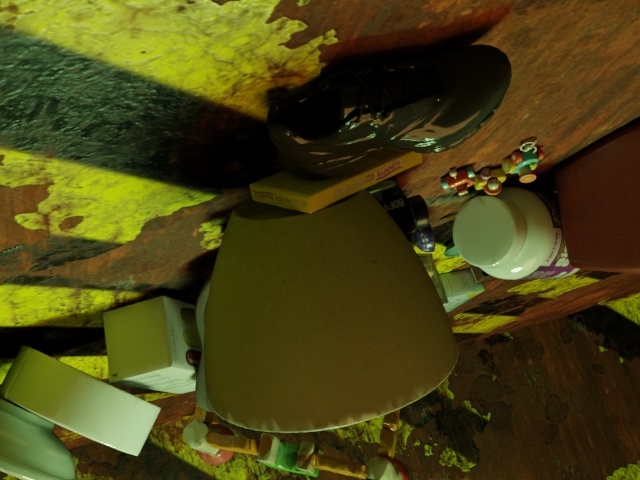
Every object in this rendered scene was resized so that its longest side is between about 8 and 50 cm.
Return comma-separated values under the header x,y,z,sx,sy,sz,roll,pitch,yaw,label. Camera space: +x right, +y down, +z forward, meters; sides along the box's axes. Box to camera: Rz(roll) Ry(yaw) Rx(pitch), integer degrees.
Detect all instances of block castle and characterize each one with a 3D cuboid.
x,y,z,sx,sy,sz,roll,pitch,yaw,label
-0.027,0.338,1.986,0.453,0.303,0.213,8,162,14,block castle

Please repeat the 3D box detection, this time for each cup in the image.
x,y,z,sx,sy,sz,roll,pitch,yaw,label
-0.007,0.059,1.230,0.331,0.236,0.331,-10,-163,3,cup

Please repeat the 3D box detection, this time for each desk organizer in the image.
x,y,z,sx,sy,sz,roll,pitch,yaw,label
0.436,0.066,2.370,0.130,0.047,0.050,-12,162,-19,desk organizer

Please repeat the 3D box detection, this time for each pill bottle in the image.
x,y,z,sx,sy,sz,roll,pitch,yaw,label
0.372,-0.012,1.778,0.169,0.169,0.302,-28,162,35,pill bottle

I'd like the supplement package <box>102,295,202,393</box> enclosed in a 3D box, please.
x,y,z,sx,sy,sz,roll,pitch,yaw,label
-0.278,0.200,1.812,0.134,0.139,0.244,-16,162,19,supplement package

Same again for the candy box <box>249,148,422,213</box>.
x,y,z,sx,sy,sz,roll,pitch,yaw,label
0.023,-0.084,1.206,0.206,0.027,0.105,-26,-155,-39,candy box

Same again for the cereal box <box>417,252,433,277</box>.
x,y,z,sx,sy,sz,roll,pitch,yaw,label
0.085,0.069,1.874,0.240,0.047,0.173,1,162,-6,cereal box

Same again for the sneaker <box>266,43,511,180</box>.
x,y,z,sx,sy,sz,roll,pitch,yaw,label
0.073,-0.150,1.080,0.286,0.109,0.130,-21,161,9,sneaker

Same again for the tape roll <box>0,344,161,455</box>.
x,y,z,sx,sy,sz,roll,pitch,yaw,label
-0.443,0.294,1.787,0.286,0.100,0.286,24,168,5,tape roll

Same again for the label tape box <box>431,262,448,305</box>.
x,y,z,sx,sy,sz,roll,pitch,yaw,label
0.073,0.160,2.170,0.348,0.115,0.249,-10,163,-32,label tape box

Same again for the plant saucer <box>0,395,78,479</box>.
x,y,z,sx,sy,sz,roll,pitch,yaw,label
-0.602,0.328,1.768,0.401,0.100,0.400,26,167,6,plant saucer

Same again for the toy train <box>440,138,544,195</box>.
x,y,z,sx,sy,sz,roll,pitch,yaw,label
0.287,-0.106,1.581,0.166,0.046,0.125,-23,165,20,toy train

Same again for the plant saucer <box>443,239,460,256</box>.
x,y,z,sx,sy,sz,roll,pitch,yaw,label
0.315,0.004,2.057,0.119,0.021,0.119,-16,166,-4,plant saucer

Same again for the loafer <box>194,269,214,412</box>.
x,y,z,sx,sy,sz,roll,pitch,yaw,label
-0.131,0.174,1.692,0.134,0.130,0.365,-38,146,-41,loafer

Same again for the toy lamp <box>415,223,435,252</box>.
x,y,z,sx,sy,sz,roll,pitch,yaw,label
0.068,0.027,1.750,0.275,0.080,0.080,-15,165,-5,toy lamp

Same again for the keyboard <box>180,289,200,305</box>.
x,y,z,sx,sy,sz,roll,pitch,yaw,label
-0.168,0.127,1.938,0.202,0.033,0.317,-9,165,-5,keyboard

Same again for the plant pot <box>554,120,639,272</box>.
x,y,z,sx,sy,sz,roll,pitch,yaw,label
0.568,-0.057,1.709,0.236,0.267,0.267,-15,170,37,plant pot

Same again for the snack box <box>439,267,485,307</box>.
x,y,z,sx,sy,sz,roll,pitch,yaw,label
0.275,0.141,2.411,0.207,0.070,0.174,-11,163,-28,snack box

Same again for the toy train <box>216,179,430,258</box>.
x,y,z,sx,sy,sz,roll,pitch,yaw,label
0.000,0.000,1.496,0.334,0.142,0.190,-17,177,-9,toy train
